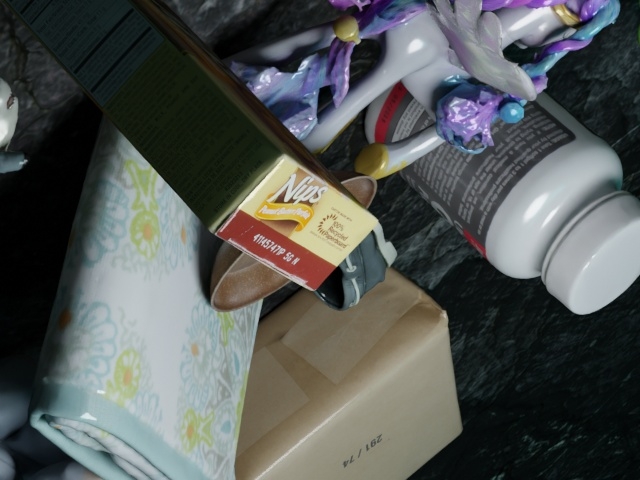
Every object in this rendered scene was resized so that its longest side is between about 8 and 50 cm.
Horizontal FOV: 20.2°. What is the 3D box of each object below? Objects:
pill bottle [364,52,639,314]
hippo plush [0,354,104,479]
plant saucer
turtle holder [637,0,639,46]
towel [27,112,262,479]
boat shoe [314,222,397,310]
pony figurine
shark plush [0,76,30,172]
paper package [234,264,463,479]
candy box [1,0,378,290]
[{"bbox_3d":[0.207,-0.072,1.915,0.176,0.318,0.176,-31,148,-22],"label":"pill bottle"},{"bbox_3d":[-0.335,0.284,1.757,0.294,0.234,0.237,-22,143,-37],"label":"hippo plush"},{"bbox_3d":[-0.034,-0.007,1.722,0.198,0.036,0.198,-36,164,-12],"label":"plant saucer"},{"bbox_3d":[0.473,-0.298,2.015,0.320,0.227,0.243,-57,163,4],"label":"turtle holder"},{"bbox_3d":[-0.153,0.075,1.716,0.374,0.090,0.321,57,38,-62],"label":"towel"},{"bbox_3d":[0.000,0.000,1.938,0.099,0.116,0.319,-55,158,-4],"label":"boat shoe"},{"bbox_3d":[0.090,-0.199,1.697,0.363,0.303,0.351,-30,154,17],"label":"pony figurine"},{"bbox_3d":[-0.323,-0.077,1.531,0.161,0.073,0.067,-27,132,9],"label":"shark plush"},{"bbox_3d":[0.000,0.215,2.173,0.325,0.168,0.309,-38,150,-14],"label":"paper package"},{"bbox_3d":[-0.109,-0.109,1.459,0.087,0.316,0.183,-47,151,5],"label":"candy box"}]
